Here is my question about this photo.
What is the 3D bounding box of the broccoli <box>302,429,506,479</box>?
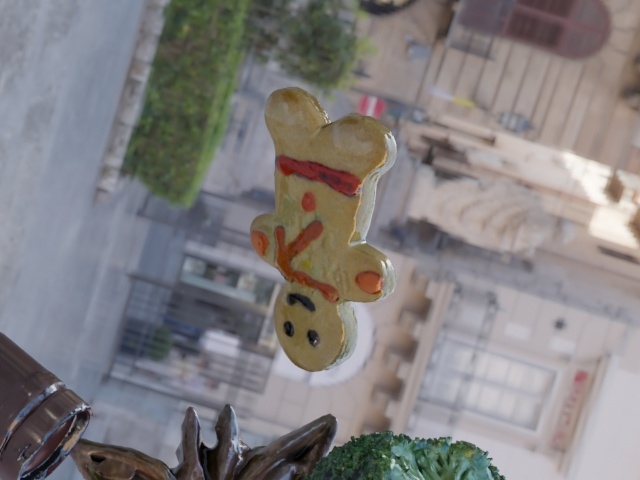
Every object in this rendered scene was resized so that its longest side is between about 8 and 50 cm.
[{"bbox_3d":[0.064,0.284,1.042,0.269,0.261,0.241,-51,-146,1],"label":"broccoli"}]

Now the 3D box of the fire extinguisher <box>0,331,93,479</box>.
[{"bbox_3d":[-0.365,0.086,1.144,0.141,0.341,0.105,-46,166,-35],"label":"fire extinguisher"}]

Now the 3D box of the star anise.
[{"bbox_3d":[-0.121,0.285,1.281,0.349,0.292,0.109,-32,169,-9],"label":"star anise"}]

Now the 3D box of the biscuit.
[{"bbox_3d":[0.000,0.000,1.086,0.030,0.153,0.234,-14,119,-43],"label":"biscuit"}]
